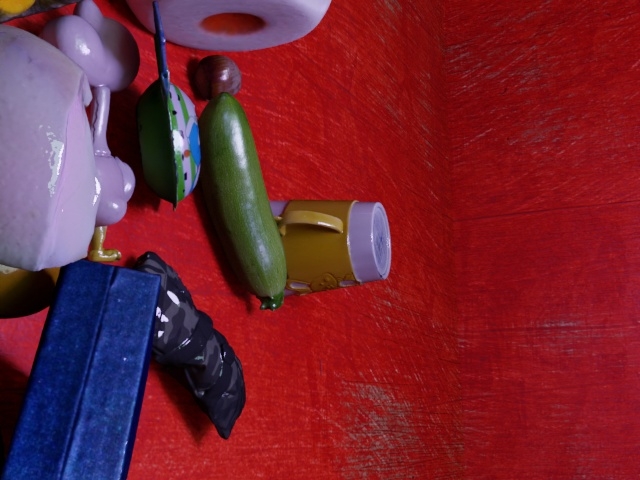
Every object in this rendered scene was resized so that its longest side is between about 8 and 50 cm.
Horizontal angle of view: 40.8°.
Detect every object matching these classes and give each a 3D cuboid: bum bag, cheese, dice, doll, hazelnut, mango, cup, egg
[{"bbox_3d":[-0.189,0.163,1.279,0.144,0.095,0.340,-93,162,-47],"label":"bum bag"},{"bbox_3d":[-0.215,-0.175,1.202,0.320,0.083,0.204,98,-19,-47],"label":"cheese"},{"bbox_3d":[-0.145,-0.476,1.323,0.304,0.277,0.304,2,83,-64],"label":"dice"},{"bbox_3d":[-0.298,-0.155,1.115,0.160,0.094,0.365,6,79,-63],"label":"doll"},{"bbox_3d":[-0.172,-0.271,1.447,0.086,0.086,0.086,-7,90,-66],"label":"hazelnut"},{"bbox_3d":[-0.353,0.010,0.916,0.221,0.120,0.151,-1,73,-59],"label":"mango"},{"bbox_3d":[0.000,0.000,1.580,0.241,0.226,0.185,49,40,-64],"label":"cup"},{"bbox_3d":[-0.318,-0.121,0.845,0.206,0.161,0.271,10,35,-29],"label":"egg"}]

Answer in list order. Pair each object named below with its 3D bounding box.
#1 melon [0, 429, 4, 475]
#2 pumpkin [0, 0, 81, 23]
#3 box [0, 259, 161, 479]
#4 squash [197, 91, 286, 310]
[{"bbox_3d":[-0.390,0.184,0.720,0.343,0.226,0.331,46,17,-41],"label":"melon"},{"bbox_3d":[-0.369,-0.348,0.931,0.317,0.139,0.221,-51,129,-62],"label":"pumpkin"},{"bbox_3d":[-0.252,0.208,0.886,0.279,0.116,0.261,-87,-164,-45],"label":"box"},{"bbox_3d":[-0.133,-0.052,1.440,0.107,0.107,0.395,-55,137,-56],"label":"squash"}]
